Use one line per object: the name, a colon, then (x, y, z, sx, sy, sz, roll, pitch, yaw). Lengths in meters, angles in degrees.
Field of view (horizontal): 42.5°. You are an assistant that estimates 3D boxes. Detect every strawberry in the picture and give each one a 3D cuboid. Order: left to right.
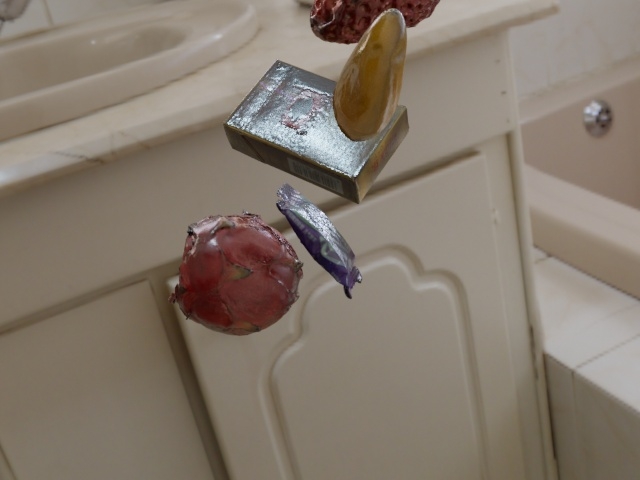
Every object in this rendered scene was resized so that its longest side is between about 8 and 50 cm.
strawberry: (0.085, -0.427, 1.390, 0.244, 0.205, 0.205, -37, 28, -5)

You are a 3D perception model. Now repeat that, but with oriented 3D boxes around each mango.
mango: (0.057, -0.174, 0.929, 0.075, 0.190, 0.098, 18, 62, -3)

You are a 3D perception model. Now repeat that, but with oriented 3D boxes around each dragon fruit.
dragon fruit: (-0.199, 0.079, 1.909, 0.301, 0.296, 0.295, 11, 15, -25)

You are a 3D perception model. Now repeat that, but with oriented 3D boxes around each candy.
candy: (0.000, 0.000, 1.703, 0.070, 0.275, 0.145, -34, 12, 15)

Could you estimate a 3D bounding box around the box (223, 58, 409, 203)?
box: (-0.005, -0.171, 1.246, 0.240, 0.071, 0.159, 26, 68, 24)
